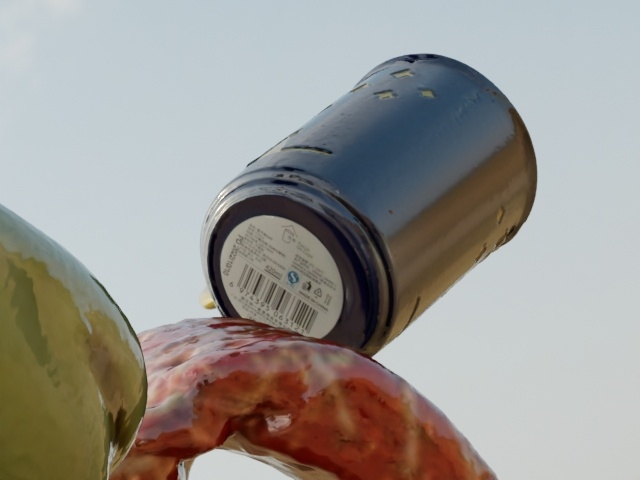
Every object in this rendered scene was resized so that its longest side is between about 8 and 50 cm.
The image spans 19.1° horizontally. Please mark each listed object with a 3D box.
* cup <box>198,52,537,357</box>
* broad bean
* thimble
[{"bbox_3d":[0.019,0.009,1.474,0.256,0.178,0.255,-39,-18,-52],"label":"cup"},{"bbox_3d":[-0.189,0.037,0.775,0.263,0.121,0.189,30,-47,-17],"label":"broad bean"},{"bbox_3d":[-0.051,0.225,1.176,0.350,0.350,0.230,-21,8,-16],"label":"thimble"}]
